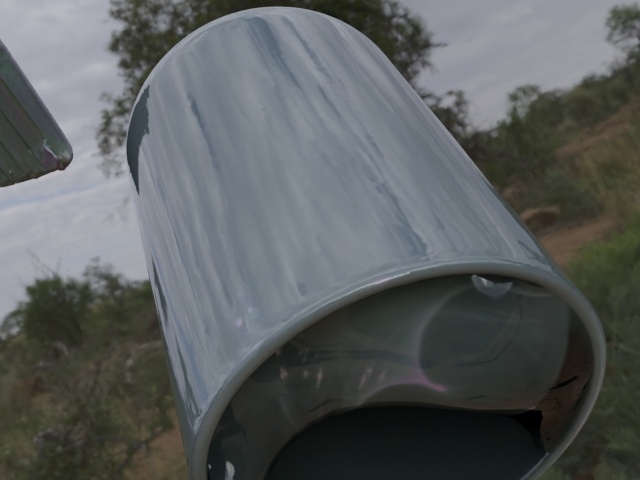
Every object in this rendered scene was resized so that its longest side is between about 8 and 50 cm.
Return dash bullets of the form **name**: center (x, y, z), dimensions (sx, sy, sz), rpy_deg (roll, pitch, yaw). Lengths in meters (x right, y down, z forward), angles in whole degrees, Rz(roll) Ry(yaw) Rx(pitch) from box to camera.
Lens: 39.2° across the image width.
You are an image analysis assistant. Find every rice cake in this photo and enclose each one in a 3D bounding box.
- **rice cake**: center (-0.325, -0.137, 0.831), dimensions (0.189, 0.198, 0.037), rpy_deg (-5, 37, 44)

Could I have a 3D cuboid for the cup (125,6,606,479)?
- **cup**: center (0.000, 0.000, 0.528), dimensions (0.206, 0.205, 0.312), rpy_deg (-22, 42, -2)
